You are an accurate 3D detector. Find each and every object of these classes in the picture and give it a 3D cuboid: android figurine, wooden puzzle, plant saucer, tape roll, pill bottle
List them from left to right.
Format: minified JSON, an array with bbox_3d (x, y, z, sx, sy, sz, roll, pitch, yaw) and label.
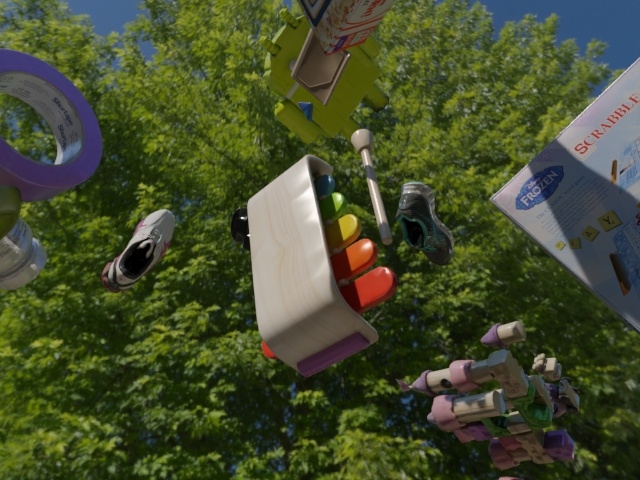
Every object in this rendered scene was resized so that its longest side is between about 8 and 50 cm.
[{"bbox_3d":[-0.605,-0.004,0.809,0.241,0.241,0.037,-37,-83,16],"label":"plant saucer"},{"bbox_3d":[-0.742,-0.021,1.050,0.161,0.160,0.283,-12,-39,3],"label":"pill bottle"},{"bbox_3d":[-0.566,-0.217,0.928,0.090,0.274,0.274,-19,-59,27],"label":"tape roll"},{"bbox_3d":[0.001,-0.205,0.566,0.014,0.078,0.116,-14,-29,-46],"label":"wooden puzzle"},{"bbox_3d":[0.007,-0.315,0.927,0.273,0.056,0.248,39,-93,-27],"label":"android figurine"}]

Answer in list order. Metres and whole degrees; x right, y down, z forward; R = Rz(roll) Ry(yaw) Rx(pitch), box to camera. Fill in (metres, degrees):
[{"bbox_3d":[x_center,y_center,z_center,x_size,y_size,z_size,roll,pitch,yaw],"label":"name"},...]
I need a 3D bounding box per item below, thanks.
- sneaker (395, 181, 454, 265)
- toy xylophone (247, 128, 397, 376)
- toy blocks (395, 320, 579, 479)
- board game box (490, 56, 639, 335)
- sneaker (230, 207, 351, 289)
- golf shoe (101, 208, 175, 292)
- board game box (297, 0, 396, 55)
[{"bbox_3d":[0.157,-0.009,0.754,0.065,0.076,0.166,-5,-47,39],"label":"sneaker"},{"bbox_3d":[0.000,0.000,0.624,0.236,0.322,0.081,-27,-42,29],"label":"toy xylophone"},{"bbox_3d":[0.344,0.358,1.016,0.260,0.309,0.288,-31,-80,40],"label":"toy blocks"},{"bbox_3d":[0.458,-0.060,0.635,0.318,0.318,0.066,-45,-32,13],"label":"board game box"},{"bbox_3d":[-0.035,0.003,1.041,0.146,0.331,0.122,-2,-65,-49],"label":"sneaker"},{"bbox_3d":[-0.304,0.012,0.855,0.086,0.186,0.067,-23,-56,42],"label":"golf shoe"},{"bbox_3d":[0.001,-0.255,0.333,0.045,0.147,0.193,-28,-89,-23],"label":"board game box"}]
